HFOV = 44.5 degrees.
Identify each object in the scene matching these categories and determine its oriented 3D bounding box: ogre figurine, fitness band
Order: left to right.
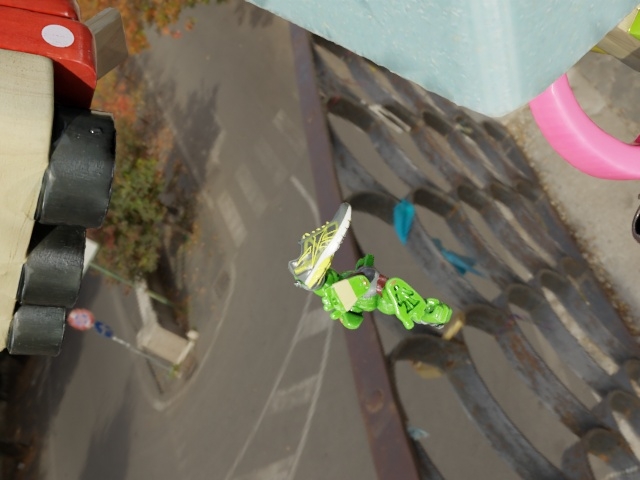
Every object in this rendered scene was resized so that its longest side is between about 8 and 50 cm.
[{"bbox_3d":[0.059,0.066,0.998,0.118,0.197,0.097,-179,86,-80],"label":"ogre figurine"},{"bbox_3d":[0.254,-0.193,0.629,0.054,0.209,0.291,1,74,56],"label":"fitness band"}]

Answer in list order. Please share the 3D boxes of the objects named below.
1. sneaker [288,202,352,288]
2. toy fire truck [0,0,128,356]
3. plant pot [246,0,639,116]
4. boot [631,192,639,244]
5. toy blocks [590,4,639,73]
[{"bbox_3d":[0.000,0.000,0.692,0.083,0.035,0.031,-61,-4,-10],"label":"sneaker"},{"bbox_3d":[-0.179,-0.078,0.459,0.217,0.158,0.246,126,142,-48],"label":"toy fire truck"},{"bbox_3d":[0.054,-0.259,0.341,0.248,0.252,0.247,-41,49,-15],"label":"plant pot"},{"bbox_3d":[0.610,-0.100,1.323,0.090,0.207,0.248,31,99,23],"label":"boot"},{"bbox_3d":[0.330,-0.337,0.785,0.190,0.381,0.261,37,106,55],"label":"toy blocks"}]
